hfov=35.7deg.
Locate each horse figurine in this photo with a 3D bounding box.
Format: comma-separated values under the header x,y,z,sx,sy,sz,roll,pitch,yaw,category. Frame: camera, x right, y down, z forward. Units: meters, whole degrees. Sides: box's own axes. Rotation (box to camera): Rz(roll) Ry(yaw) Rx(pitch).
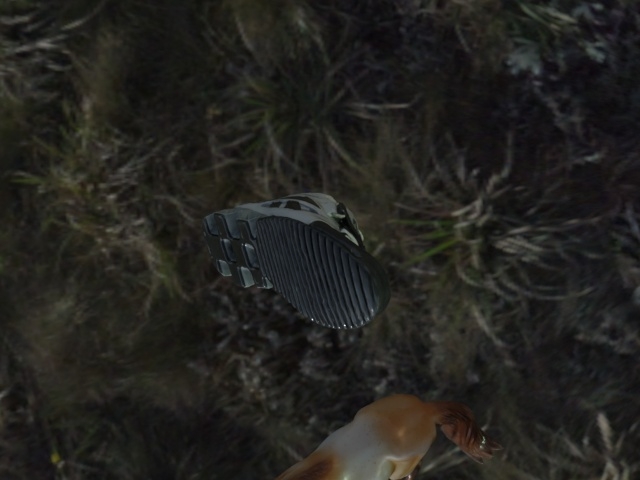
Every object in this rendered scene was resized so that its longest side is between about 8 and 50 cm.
x,y,z,sx,sy,sz,roll,pitch,yaw,category
0.031,0.195,0.813,0.066,0.263,0.174,52,160,31,horse figurine

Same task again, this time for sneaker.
x,y,z,sx,sy,sz,roll,pitch,yaw,category
0.000,0.000,1.116,0.330,0.146,0.122,22,128,55,sneaker
